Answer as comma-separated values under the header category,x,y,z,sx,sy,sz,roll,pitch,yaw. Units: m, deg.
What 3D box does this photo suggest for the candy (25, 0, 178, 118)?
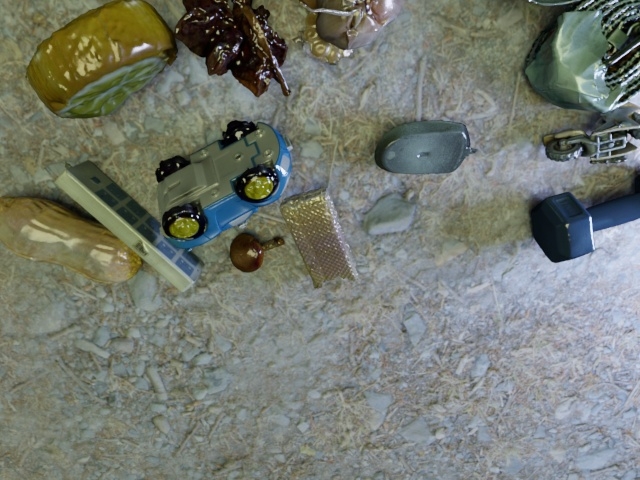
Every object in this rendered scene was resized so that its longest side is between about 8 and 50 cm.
category,x,y,z,sx,sy,sz,roll,pitch,yaw
candy,-0.372,-0.309,0.808,0.260,0.260,0.118,-32,107,8

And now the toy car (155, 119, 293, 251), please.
category,x,y,z,sx,sy,sz,roll,pitch,yaw
toy car,-0.188,-0.104,0.938,0.314,0.198,0.166,-28,142,4

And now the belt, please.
category,x,y,z,sx,sy,sz,roll,pitch,yaw
belt,0.538,-0.369,0.890,0.258,0.150,0.207,-37,99,9

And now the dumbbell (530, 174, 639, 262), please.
category,x,y,z,sx,sy,sz,roll,pitch,yaw
dumbbell,0.640,-0.061,1.008,0.325,0.160,0.144,-18,79,2

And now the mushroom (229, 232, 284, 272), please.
category,x,y,z,sx,sy,sz,roll,pitch,yaw
mushroom,-0.145,0.019,1.035,0.130,0.073,0.088,-24,79,3

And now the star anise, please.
category,x,y,z,sx,sy,sz,roll,pitch,yaw
star anise,-0.150,-0.378,0.845,0.220,0.190,0.126,8,145,-32

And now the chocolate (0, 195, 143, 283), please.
category,x,y,z,sx,sy,sz,roll,pitch,yaw
chocolate,-0.529,0.002,0.978,0.309,0.134,0.134,26,106,-12

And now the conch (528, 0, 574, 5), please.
category,x,y,z,sx,sy,sz,roll,pitch,yaw
conch,0.478,-0.553,0.795,0.368,0.197,0.249,-2,122,5

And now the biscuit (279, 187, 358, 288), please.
category,x,y,z,sx,sy,sz,roll,pitch,yaw
biscuit,0.000,0.000,1.013,0.108,0.061,0.238,-13,122,14

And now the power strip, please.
category,x,y,z,sx,sy,sz,roll,pitch,yaw
power strip,-0.397,-0.034,0.984,0.043,0.106,0.367,-41,107,13

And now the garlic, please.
category,x,y,z,sx,sy,sz,roll,pitch,yaw
garlic,0.020,-0.398,0.831,0.207,0.256,0.207,22,143,17

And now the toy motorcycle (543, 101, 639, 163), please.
category,x,y,z,sx,sy,sz,roll,pitch,yaw
toy motorcycle,0.586,-0.224,0.972,0.229,0.129,0.094,-13,131,16

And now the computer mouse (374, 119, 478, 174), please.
category,x,y,z,sx,sy,sz,roll,pitch,yaw
computer mouse,0.217,-0.197,0.979,0.229,0.068,0.113,-4,128,-13
